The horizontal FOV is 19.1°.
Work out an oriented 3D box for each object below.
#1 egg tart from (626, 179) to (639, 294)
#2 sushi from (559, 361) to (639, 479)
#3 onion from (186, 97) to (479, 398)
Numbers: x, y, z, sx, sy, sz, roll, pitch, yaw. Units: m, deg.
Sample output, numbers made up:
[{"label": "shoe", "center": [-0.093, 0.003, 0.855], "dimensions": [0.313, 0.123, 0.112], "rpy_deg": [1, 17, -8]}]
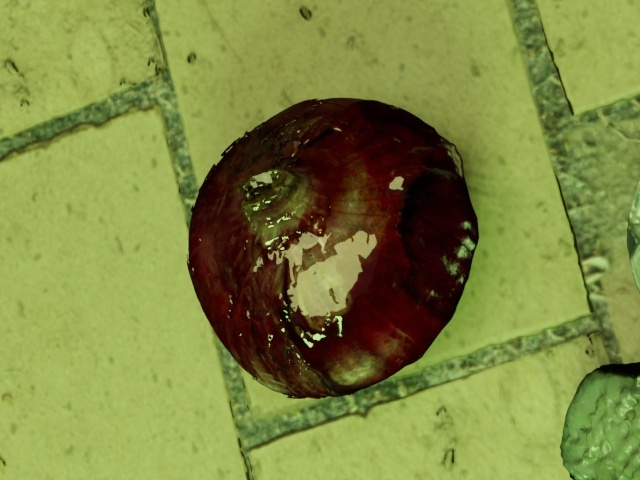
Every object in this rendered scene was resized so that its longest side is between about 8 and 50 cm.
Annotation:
[{"label": "egg tart", "center": [0.325, -0.022, 1.420], "dimensions": [0.234, 0.094, 0.234], "rpy_deg": [-18, 60, 36]}, {"label": "sushi", "center": [0.274, 0.185, 1.416], "dimensions": [0.212, 0.115, 0.147], "rpy_deg": [43, 119, 50]}, {"label": "onion", "center": [0.000, 0.000, 1.521], "dimensions": [0.252, 0.219, 0.252], "rpy_deg": [-7, 72, 21]}]
